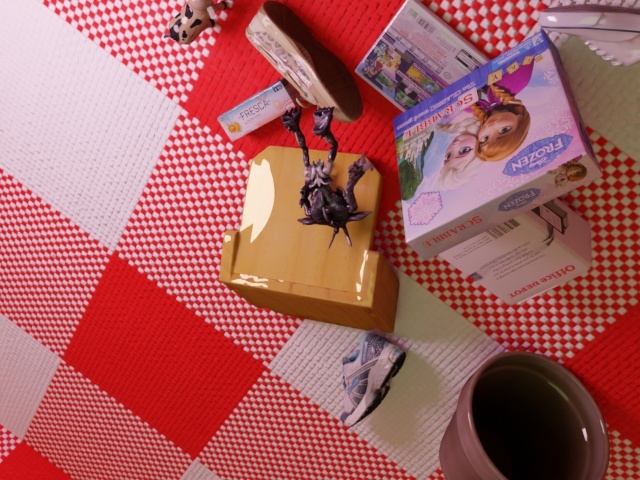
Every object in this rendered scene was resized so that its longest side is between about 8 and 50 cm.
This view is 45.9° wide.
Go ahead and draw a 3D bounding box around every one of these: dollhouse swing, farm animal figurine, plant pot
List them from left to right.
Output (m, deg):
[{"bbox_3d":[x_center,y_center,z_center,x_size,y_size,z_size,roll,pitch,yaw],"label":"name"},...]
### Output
[{"bbox_3d":[-0.212,-0.533,1.385,0.326,0.172,0.330,-1,118,25],"label":"farm animal figurine"},{"bbox_3d":[0.000,0.000,1.675,0.346,0.305,0.315,7,162,20],"label":"dollhouse swing"},{"bbox_3d":[0.402,0.439,1.628,0.323,0.323,0.280,34,143,3],"label":"plant pot"}]

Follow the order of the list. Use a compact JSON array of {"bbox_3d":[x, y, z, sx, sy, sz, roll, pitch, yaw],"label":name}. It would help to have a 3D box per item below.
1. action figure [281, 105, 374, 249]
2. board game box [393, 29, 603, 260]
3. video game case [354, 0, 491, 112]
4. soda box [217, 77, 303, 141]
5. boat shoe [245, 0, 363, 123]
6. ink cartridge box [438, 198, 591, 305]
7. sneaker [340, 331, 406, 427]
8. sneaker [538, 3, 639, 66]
[{"bbox_3d":[0.020,-0.127,1.471,0.164,0.141,0.276,-2,120,28],"label":"action figure"},{"bbox_3d":[0.278,-0.164,1.279,0.318,0.318,0.066,-29,132,28],"label":"board game box"},{"bbox_3d":[0.192,-0.324,1.419,0.201,0.023,0.183,39,126,-2],"label":"video game case"},{"bbox_3d":[-0.124,-0.274,1.569,0.183,0.058,0.063,-22,107,32],"label":"soda box"},{"bbox_3d":[-0.029,-0.334,1.473,0.285,0.104,0.089,51,131,2],"label":"boat shoe"},{"bbox_3d":[0.340,-0.018,1.414,0.273,0.115,0.198,33,138,-21],"label":"ink cartridge box"},{"bbox_3d":[0.103,0.329,1.812,0.122,0.110,0.283,39,126,21],"label":"sneaker"},{"bbox_3d":[0.485,-0.331,1.237,0.258,0.094,0.091,12,118,17],"label":"sneaker"}]
